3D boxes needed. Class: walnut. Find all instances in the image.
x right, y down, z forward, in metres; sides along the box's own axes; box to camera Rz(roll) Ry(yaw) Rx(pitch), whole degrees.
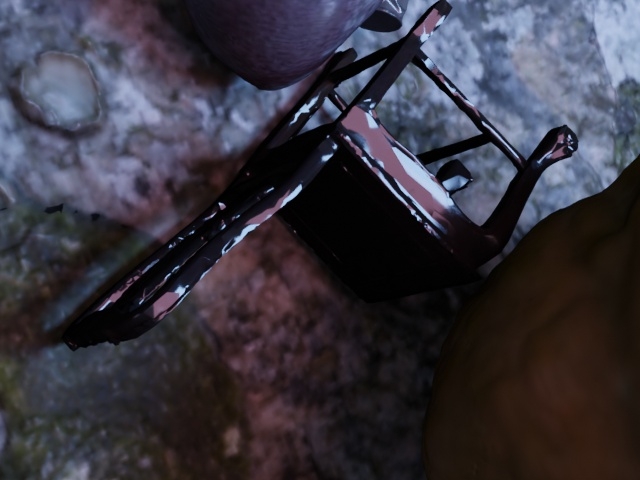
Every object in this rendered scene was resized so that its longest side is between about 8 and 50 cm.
[{"bbox_3d":[0.200,0.094,0.595,0.344,0.306,0.306,6,81,-72],"label":"walnut"}]

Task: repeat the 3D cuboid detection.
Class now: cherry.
[{"bbox_3d":[-0.021,-0.158,0.632,0.115,0.188,0.148,-16,121,-9],"label":"cherry"}]

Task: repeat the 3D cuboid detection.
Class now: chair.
[{"bbox_3d":[0.000,0.000,0.610,0.113,0.106,0.229,46,64,-14],"label":"chair"}]

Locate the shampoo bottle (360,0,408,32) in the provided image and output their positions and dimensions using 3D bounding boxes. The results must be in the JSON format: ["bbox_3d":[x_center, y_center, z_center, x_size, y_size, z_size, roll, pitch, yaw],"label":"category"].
[{"bbox_3d":[0.045,-0.191,0.687,0.080,0.040,0.165,37,64,-63],"label":"shampoo bottle"}]
